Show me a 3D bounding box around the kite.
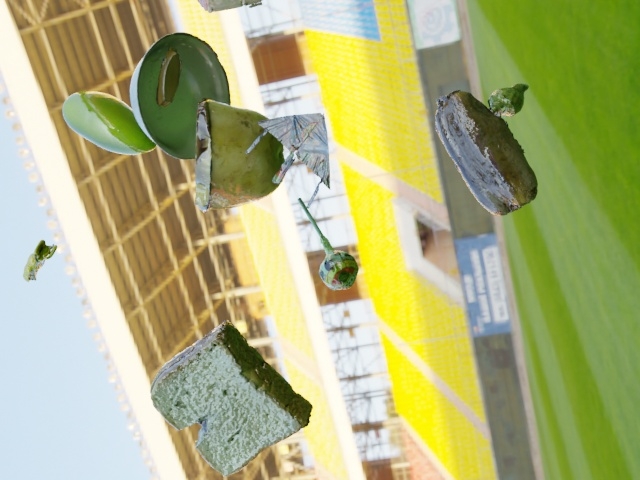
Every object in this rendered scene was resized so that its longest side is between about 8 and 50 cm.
[{"bbox_3d":[-0.040,-0.161,1.392,0.183,0.160,0.010,43,-156,11],"label":"kite"}]

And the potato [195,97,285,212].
[{"bbox_3d":[-0.187,-0.198,1.859,0.242,0.243,0.285,-80,-6,-63],"label":"potato"}]

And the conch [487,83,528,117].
[{"bbox_3d":[0.450,-0.334,1.903,0.074,0.121,0.089,48,160,14],"label":"conch"}]

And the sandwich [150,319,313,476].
[{"bbox_3d":[-0.195,0.328,1.627,0.273,0.249,0.095,48,-161,-11],"label":"sandwich"}]

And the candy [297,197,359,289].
[{"bbox_3d":[0.000,0.000,1.925,0.305,0.091,0.083,58,174,38],"label":"candy"}]

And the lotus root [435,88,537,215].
[{"bbox_3d":[0.377,-0.209,1.862,0.329,0.167,0.078,55,-153,5],"label":"lotus root"}]

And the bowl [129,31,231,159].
[{"bbox_3d":[-0.384,-0.362,2.007,0.313,0.146,0.313,-10,-77,-50],"label":"bowl"}]

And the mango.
[{"bbox_3d":[-0.653,-0.363,2.486,0.192,0.343,0.155,-21,-43,-59],"label":"mango"}]

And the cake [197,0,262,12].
[{"bbox_3d":[-0.165,-0.445,1.204,0.090,0.110,0.225,89,155,-50],"label":"cake"}]

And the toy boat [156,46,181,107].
[{"bbox_3d":[-0.365,-0.392,1.896,0.047,0.049,0.149,15,-98,-38],"label":"toy boat"}]

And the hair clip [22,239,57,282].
[{"bbox_3d":[-0.699,0.055,1.951,0.046,0.173,0.072,31,-123,-17],"label":"hair clip"}]
